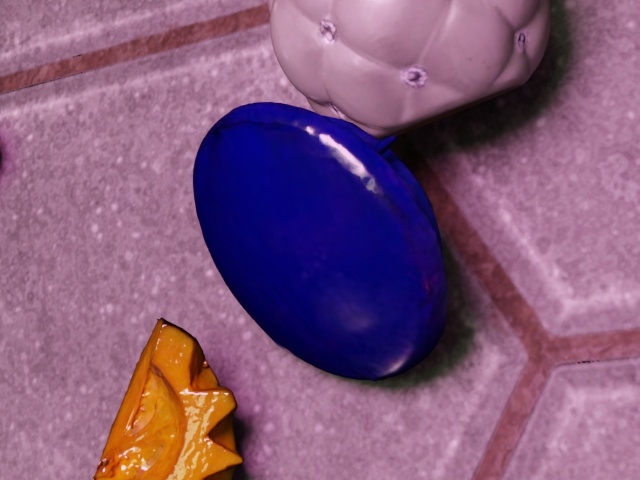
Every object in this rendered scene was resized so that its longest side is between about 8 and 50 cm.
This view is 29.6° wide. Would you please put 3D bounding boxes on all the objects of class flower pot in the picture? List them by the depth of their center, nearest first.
[{"bbox_3d":[0.075,-0.198,1.029,0.246,0.246,0.195,-19,93,23],"label":"flower pot"}]

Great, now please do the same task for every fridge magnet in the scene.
[{"bbox_3d":[0.000,0.000,1.023,0.265,0.265,0.113,20,44,33],"label":"fridge magnet"}]

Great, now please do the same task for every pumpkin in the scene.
[{"bbox_3d":[-0.139,0.208,1.115,0.130,0.149,0.254,21,86,-6],"label":"pumpkin"}]
